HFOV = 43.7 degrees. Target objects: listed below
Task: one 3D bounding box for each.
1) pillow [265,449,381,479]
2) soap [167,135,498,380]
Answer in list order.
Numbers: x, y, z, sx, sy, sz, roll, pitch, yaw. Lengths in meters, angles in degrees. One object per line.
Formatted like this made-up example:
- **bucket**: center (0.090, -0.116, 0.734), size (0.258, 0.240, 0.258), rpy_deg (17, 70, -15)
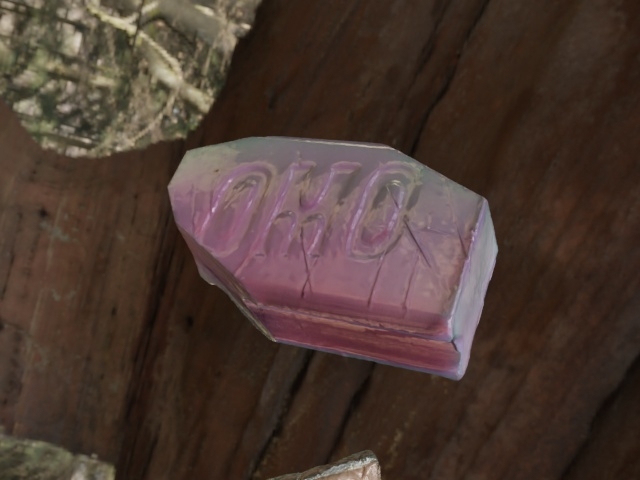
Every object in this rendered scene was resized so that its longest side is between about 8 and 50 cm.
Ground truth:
- **pillow**: center (0.001, 0.307, 0.750), size (0.043, 0.126, 0.232), rpy_deg (-128, -148, -60)
- **soap**: center (0.000, 0.000, 0.766), size (0.193, 0.324, 0.109), rpy_deg (-67, 150, -29)
